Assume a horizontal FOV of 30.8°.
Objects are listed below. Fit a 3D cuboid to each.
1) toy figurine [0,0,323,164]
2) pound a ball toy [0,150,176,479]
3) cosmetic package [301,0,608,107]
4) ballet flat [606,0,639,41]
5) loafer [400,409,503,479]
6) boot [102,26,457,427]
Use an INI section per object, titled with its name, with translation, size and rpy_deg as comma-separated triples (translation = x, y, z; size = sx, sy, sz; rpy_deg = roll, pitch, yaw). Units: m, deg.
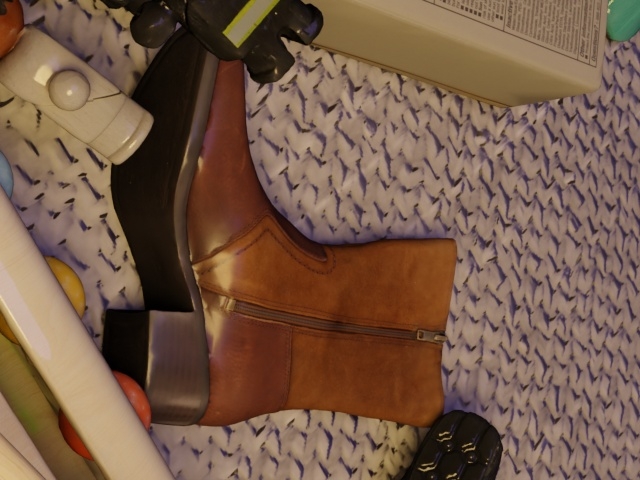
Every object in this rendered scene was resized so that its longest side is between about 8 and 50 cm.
[toy figurine]
translation = -0.104, -0.170, 0.644
size = 0.148, 0.209, 0.213
rpy_deg = 40, 44, -34
[pound a ball toy]
translation = -0.152, 0.074, 0.607
size = 0.135, 0.208, 0.319
rpy_deg = -39, 109, -32
[cosmetic package]
translation = 0.073, -0.212, 0.856
size = 0.309, 0.113, 0.160
rpy_deg = 13, 80, -36
[ballet flat]
translation = 0.318, -0.298, 1.063
size = 0.083, 0.087, 0.247
rpy_deg = 33, 69, -32
[loafer]
translation = 0.065, 0.228, 0.847
size = 0.223, 0.076, 0.078
rpy_deg = -56, 158, -13
[boot]
translation = 0.000, 0.000, 0.799
size = 0.280, 0.096, 0.264
rpy_deg = 5, 84, -38
